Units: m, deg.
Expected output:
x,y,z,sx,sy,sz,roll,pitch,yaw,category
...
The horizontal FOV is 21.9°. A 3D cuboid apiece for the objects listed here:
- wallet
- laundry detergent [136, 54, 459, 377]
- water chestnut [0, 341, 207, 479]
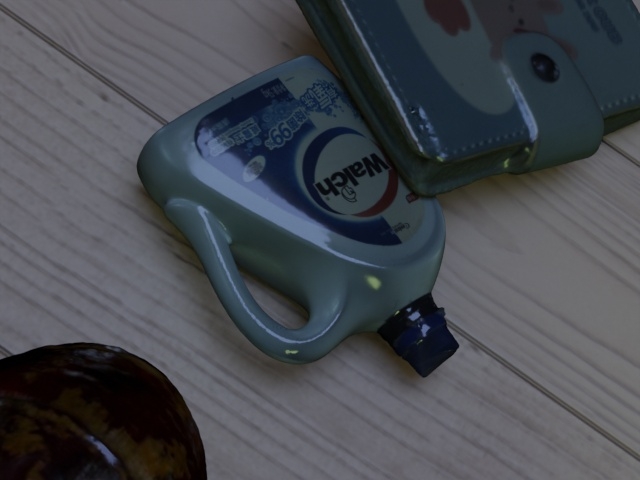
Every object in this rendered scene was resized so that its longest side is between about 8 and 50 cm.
x,y,z,sx,sy,sz,roll,pitch,yaw,category
0.155,-0.175,1.457,0.360,0.083,0.252,-17,74,-39,wallet
0.000,0.000,1.357,0.215,0.105,0.280,-29,78,-31,laundry detergent
-0.204,0.199,1.135,0.289,0.289,0.244,-26,47,-24,water chestnut
